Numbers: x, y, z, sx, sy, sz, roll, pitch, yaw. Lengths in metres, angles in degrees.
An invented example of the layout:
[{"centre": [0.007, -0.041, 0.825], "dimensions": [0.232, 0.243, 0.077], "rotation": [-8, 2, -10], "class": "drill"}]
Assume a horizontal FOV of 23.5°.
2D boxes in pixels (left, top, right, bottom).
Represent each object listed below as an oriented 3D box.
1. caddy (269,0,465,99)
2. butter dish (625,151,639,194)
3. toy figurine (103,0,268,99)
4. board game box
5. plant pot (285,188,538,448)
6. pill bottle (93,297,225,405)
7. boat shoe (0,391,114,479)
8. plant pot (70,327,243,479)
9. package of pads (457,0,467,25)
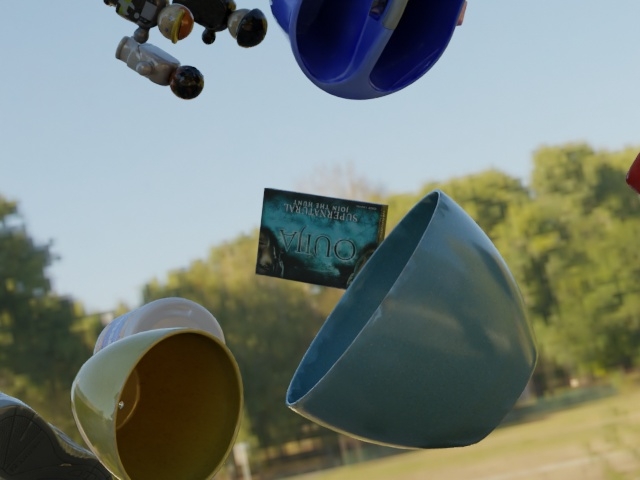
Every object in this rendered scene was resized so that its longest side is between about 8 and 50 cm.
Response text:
[{"centre": [0.077, -0.354, 2.030], "dimensions": [0.241, 0.341, 0.179], "rotation": [6, 29, -26], "class": "caddy"}, {"centre": [0.475, -0.106, 1.858], "dimensions": [0.160, 0.160, 0.118], "rotation": [-61, -3, 26], "class": "butter dish"}, {"centre": [-0.177, -0.312, 2.100], "dimensions": [0.209, 0.148, 0.213], "rotation": [-50, -20, -28], "class": "toy figurine"}, {"centre": [0.000, 0.000, 2.134], "dimensions": [0.186, 0.126, 0.026], "rotation": [9, 6, 27], "class": "board game box"}, {"centre": [0.124, 0.116, 1.695], "dimensions": [0.290, 0.195, 0.290], "rotation": [-55, 5, 7], "class": "plant pot"}, {"centre": [-0.250, 0.173, 2.274], "dimensions": [0.152, 0.152, 0.272], "rotation": [-9, -5, -23], "class": "pill bottle"}, {"centre": [-0.366, 0.285, 1.974], "dimensions": [0.118, 0.103, 0.320], "rotation": [-47, -42, -11], "class": "boat shoe"}, {"centre": [-0.141, 0.128, 1.211], "dimensions": [0.095, 0.134, 0.134], "rotation": [10, 10, 42], "class": "plant pot"}, {"centre": [0.205, -0.389, 2.499], "dimensions": [0.032, 0.050, 0.083], "rotation": [2, -22, 35], "class": "package of pads"}]
